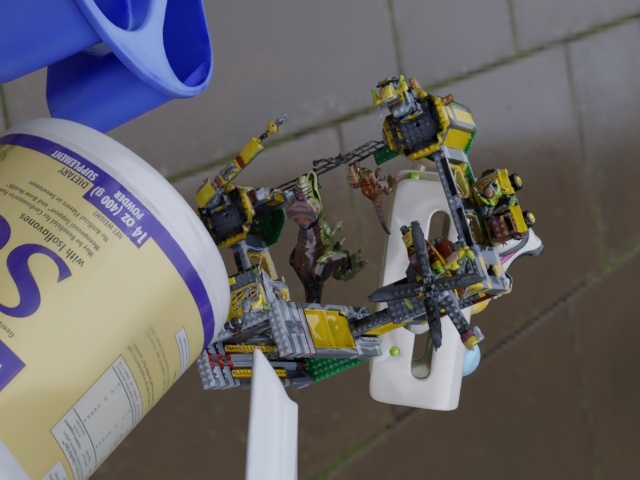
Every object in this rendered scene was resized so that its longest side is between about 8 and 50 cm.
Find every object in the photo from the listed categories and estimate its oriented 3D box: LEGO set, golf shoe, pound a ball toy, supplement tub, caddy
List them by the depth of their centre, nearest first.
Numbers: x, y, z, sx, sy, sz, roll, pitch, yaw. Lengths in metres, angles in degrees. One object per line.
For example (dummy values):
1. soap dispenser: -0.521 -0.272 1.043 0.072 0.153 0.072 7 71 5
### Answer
1. supplement tub: -0.253 0.091 1.204 0.331 0.241 0.241 -49 128 -29
2. LEGO set: 0.000 0.000 1.386 0.192 0.331 0.255 8 70 -59
3. caddy: -0.205 -0.258 1.427 0.241 0.179 0.341 38 31 -47
4. golf shoe: 0.155 0.044 1.656 0.086 0.186 0.067 35 34 -7
5. pound a ball toy: 0.143 0.029 1.946 0.208 0.136 0.319 -79 176 -82

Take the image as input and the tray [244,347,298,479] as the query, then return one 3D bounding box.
1. tray: -0.031 0.180 1.006 0.270 0.030 0.145 92 1 -66
